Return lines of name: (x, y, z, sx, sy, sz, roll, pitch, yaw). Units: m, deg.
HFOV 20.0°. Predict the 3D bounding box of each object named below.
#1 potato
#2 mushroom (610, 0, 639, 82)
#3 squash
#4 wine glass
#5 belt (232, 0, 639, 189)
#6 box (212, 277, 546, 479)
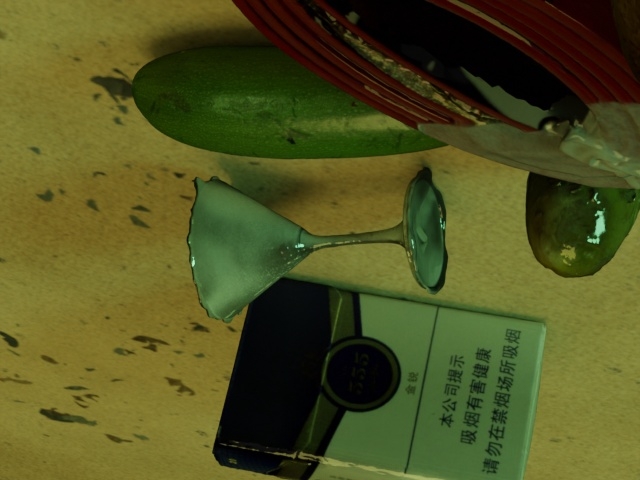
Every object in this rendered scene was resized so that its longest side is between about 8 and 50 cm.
potato: (0.177, -0.038, 1.204, 0.085, 0.188, 0.105, 18, 120, 7)
mushroom: (0.272, -0.163, 0.885, 0.278, 0.163, 0.297, -33, 160, 28)
squash: (0.002, -0.096, 1.255, 0.293, 0.082, 0.082, 1, 147, 21)
wine glass: (0.000, 0.000, 1.393, 0.183, 0.122, 0.122, -6, 145, 23)
belt: (0.104, -0.142, 1.056, 0.324, 0.115, 0.227, 26, 162, -6)
box: (0.052, 0.130, 1.531, 0.259, 0.168, 0.071, 10, 151, 5)
